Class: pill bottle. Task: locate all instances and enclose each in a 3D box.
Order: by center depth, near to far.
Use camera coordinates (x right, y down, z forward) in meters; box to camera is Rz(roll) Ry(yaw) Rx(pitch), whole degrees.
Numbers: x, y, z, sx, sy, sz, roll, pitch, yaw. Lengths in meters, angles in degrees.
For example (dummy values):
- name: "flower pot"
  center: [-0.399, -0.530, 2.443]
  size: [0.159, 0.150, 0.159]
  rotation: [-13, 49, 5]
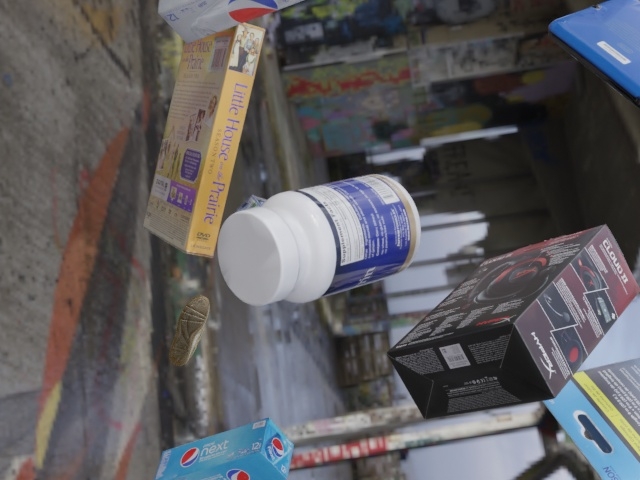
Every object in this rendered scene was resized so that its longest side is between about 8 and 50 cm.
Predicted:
- name: "pill bottle"
  center: [0.000, 0.000, 1.348]
  size: [0.265, 0.153, 0.153]
  rotation: [-14, 98, -43]

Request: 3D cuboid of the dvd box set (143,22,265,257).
- name: "dvd box set"
  center: [-0.228, -0.199, 1.873]
  size: [0.308, 0.062, 0.420]
  rotation: [20, -83, 64]

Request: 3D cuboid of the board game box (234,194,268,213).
- name: "board game box"
  center: [-0.062, 0.010, 2.062]
  size: [0.194, 0.060, 0.194]
  rotation: [57, 20, 24]

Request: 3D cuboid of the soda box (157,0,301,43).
- name: "soda box"
  center: [-0.122, -0.424, 1.615]
  size: [0.091, 0.286, 0.098]
  rotation: [44, 37, -52]

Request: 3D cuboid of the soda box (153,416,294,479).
- name: "soda box"
  center: [-0.148, 0.339, 1.499]
  size: [0.071, 0.210, 0.067]
  rotation: [52, 31, -29]

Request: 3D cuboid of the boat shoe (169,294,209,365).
- name: "boat shoe"
  center: [-0.243, 0.166, 1.835]
  size: [0.045, 0.050, 0.135]
  rotation: [97, 17, -83]

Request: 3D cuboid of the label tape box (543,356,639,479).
- name: "label tape box"
  center: [0.541, 0.321, 1.631]
  size: [0.249, 0.348, 0.115]
  rotation: [-124, -148, -44]

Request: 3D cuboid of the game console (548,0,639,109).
- name: "game console"
  center: [0.529, -0.245, 1.532]
  size: [0.293, 0.250, 0.173]
  rotation: [-122, -165, -48]

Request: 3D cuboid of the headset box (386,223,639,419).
- name: "headset box"
  center: [0.262, 0.098, 1.297]
  size: [0.293, 0.218, 0.110]
  rotation: [-37, 101, -42]
